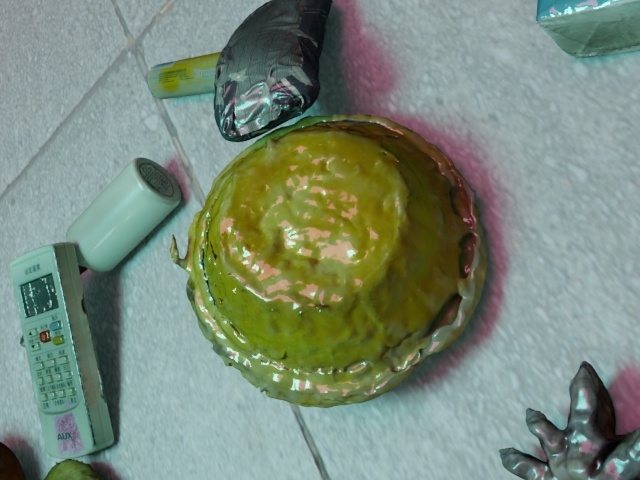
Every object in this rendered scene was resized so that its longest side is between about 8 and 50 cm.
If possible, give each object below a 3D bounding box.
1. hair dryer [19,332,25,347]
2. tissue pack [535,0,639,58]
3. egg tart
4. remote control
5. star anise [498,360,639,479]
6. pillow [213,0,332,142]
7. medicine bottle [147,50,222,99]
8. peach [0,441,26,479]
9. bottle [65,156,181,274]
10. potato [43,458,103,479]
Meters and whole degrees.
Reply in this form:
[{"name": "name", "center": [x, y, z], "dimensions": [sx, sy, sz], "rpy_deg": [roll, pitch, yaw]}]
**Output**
[{"name": "hair dryer", "center": [-0.508, 0.156, 1.298], "dimensions": [0.038, 0.063, 0.124], "rpy_deg": [-45, 34, 19]}, {"name": "tissue pack", "center": [0.346, -0.344, 0.751], "dimensions": [0.201, 0.124, 0.271], "rpy_deg": [1, 78, 37]}, {"name": "egg tart", "center": [0.000, 0.000, 0.836], "dimensions": [0.387, 0.169, 0.388], "rpy_deg": [-6, 67, 14]}, {"name": "remote control", "center": [-0.426, 0.182, 1.160], "dimensions": [0.145, 0.050, 0.344], "rpy_deg": [-18, 83, 36]}, {"name": "star anise", "center": [0.250, 0.241, 0.662], "dimensions": [0.236, 0.093, 0.229], "rpy_deg": [-31, 59, 24]}, {"name": "pillow", "center": [-0.061, -0.257, 0.988], "dimensions": [0.161, 0.093, 0.335], "rpy_deg": [-14, 39, 19]}, {"name": "medicine bottle", "center": [-0.196, -0.276, 1.177], "dimensions": [0.218, 0.074, 0.074], "rpy_deg": [3, 78, 40]}, {"name": "peach", "center": [-0.615, 0.439, 1.174], "dimensions": [0.252, 0.252, 0.253], "rpy_deg": [-12, 69, 34]}, {"name": "bottle", "center": [-0.349, -0.025, 1.192], "dimensions": [0.245, 0.104, 0.104], "rpy_deg": [-41, 56, 20]}, {"name": "potato", "center": [-0.348, 0.412, 1.058], "dimensions": [0.225, 0.090, 0.117], "rpy_deg": [26, 120, 45]}]
